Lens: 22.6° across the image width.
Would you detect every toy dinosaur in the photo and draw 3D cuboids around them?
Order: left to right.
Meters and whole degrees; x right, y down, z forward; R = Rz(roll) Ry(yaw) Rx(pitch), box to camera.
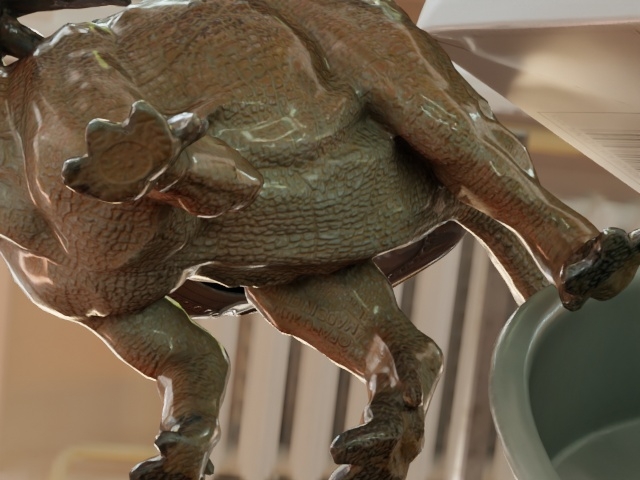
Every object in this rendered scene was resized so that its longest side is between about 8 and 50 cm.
[{"bbox_3d":[-0.030,-0.038,0.463,0.296,0.127,0.200,6,38,-34],"label":"toy dinosaur"}]

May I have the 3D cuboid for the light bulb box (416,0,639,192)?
[{"bbox_3d":[0.294,-0.194,0.871,0.358,0.361,0.225,30,-14,-37],"label":"light bulb box"}]

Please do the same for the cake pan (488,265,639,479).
[{"bbox_3d":[0.178,0.094,0.419,0.293,0.054,0.293,13,23,-6],"label":"cake pan"}]

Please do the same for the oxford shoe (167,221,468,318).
[{"bbox_3d":[0.000,0.000,0.892,0.271,0.096,0.098,-13,6,-39],"label":"oxford shoe"}]
